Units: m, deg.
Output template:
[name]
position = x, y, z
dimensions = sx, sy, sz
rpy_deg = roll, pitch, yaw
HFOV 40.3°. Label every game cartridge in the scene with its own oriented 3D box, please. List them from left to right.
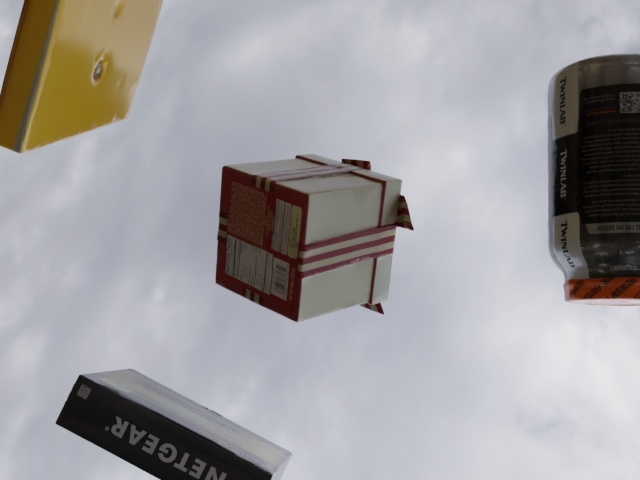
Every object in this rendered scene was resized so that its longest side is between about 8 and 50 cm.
[game cartridge]
position = -0.255, -0.276, 1.005
dimensions = 0.285, 0.052, 0.324
rpy_deg = -53, 164, -71

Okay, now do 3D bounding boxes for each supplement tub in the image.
[supplement tub]
position = 0.431, -0.079, 1.249
dimensions = 0.207, 0.207, 0.338
rpy_deg = -4, -100, 39

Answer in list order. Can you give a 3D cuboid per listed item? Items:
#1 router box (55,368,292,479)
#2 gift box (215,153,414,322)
[router box]
position = -0.205, 0.297, 1.302
dimensions = 0.308, 0.243, 0.081
rpy_deg = 26, -94, 6
[gift box]
position = 0.000, 0.000, 1.505
dimensions = 0.276, 0.258, 0.255
rpy_deg = 26, -64, 39
